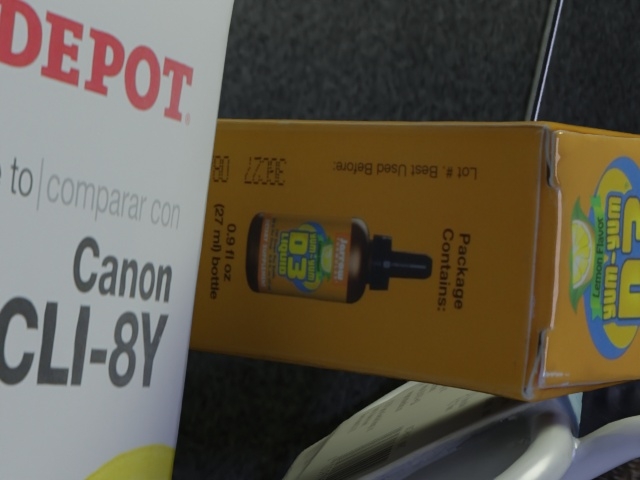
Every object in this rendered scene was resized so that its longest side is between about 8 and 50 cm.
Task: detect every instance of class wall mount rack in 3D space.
[{"bbox_3d":[0.102,0.095,0.637,0.130,0.304,0.350,63,9,-1],"label":"wall mount rack"}]

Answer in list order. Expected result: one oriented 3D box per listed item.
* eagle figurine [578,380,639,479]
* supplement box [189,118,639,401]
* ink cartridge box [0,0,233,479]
[{"bbox_3d":[0.164,0.178,0.865,0.226,0.225,0.298,101,-13,-56],"label":"eagle figurine"},{"bbox_3d":[0.000,0.000,0.610,0.080,0.233,0.078,2,92,-45],"label":"supplement box"},{"bbox_3d":[-0.165,0.091,0.446,0.279,0.160,0.385,12,83,-67],"label":"ink cartridge box"}]
